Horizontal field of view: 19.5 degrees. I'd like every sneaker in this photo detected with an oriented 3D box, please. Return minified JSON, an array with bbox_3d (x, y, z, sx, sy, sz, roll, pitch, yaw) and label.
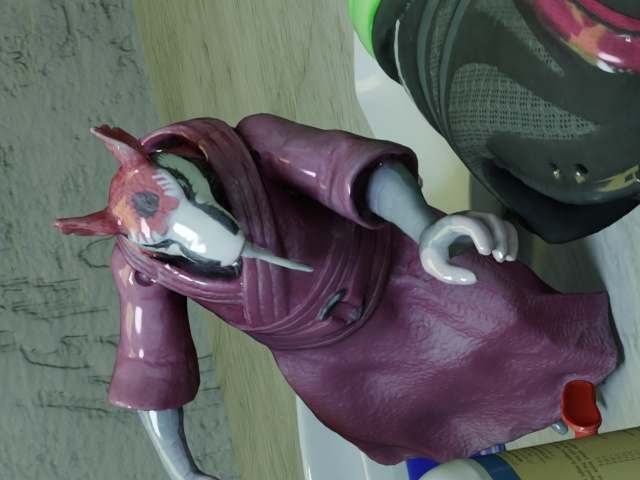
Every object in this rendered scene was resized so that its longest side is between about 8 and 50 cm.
[{"bbox_3d":[0.142,-0.123,0.691,0.202,0.185,0.483,61,169,9],"label":"sneaker"}]

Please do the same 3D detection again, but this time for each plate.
[{"bbox_3d":[0.077,-0.138,1.228,0.277,0.045,0.278,-113,18,-49],"label":"plate"}]

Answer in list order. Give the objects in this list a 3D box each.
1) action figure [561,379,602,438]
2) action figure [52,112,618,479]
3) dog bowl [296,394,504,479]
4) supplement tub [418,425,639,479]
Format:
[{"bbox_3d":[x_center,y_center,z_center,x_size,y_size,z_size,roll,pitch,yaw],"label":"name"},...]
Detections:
[{"bbox_3d":[0.165,0.223,0.940,0.139,0.091,0.280,-94,0,-66],"label":"action figure"},{"bbox_3d":[0.000,0.000,1.000,0.370,0.248,0.276,31,-150,-46],"label":"action figure"},{"bbox_3d":[0.061,0.184,1.422,0.265,0.104,0.265,171,90,-78],"label":"dog bowl"},{"bbox_3d":[0.143,0.141,0.718,0.144,0.199,0.144,171,90,-79],"label":"supplement tub"}]
